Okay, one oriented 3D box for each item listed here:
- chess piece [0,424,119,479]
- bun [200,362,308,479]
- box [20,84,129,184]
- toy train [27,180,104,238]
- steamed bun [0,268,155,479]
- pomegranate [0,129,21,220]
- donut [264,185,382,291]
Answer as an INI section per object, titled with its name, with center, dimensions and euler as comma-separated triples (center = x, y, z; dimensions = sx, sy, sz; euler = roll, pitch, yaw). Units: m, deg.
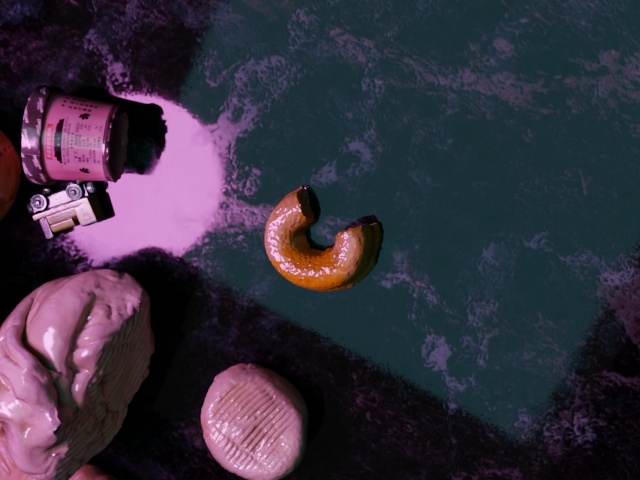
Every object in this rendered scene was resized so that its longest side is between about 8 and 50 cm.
[chess piece]
center = -0.481, 0.370, 1.512
dimensions = 0.301, 0.137, 0.137
euler = 35, 104, 16
[bun]
center = -0.101, 0.285, 1.418
dimensions = 0.188, 0.111, 0.164
euler = 38, 87, 7
[box]
center = -0.368, -0.155, 1.380
dimensions = 0.135, 0.151, 0.151
euler = 6, 100, 3
[toy train]
center = -0.409, -0.054, 1.454
dimensions = 0.122, 0.050, 0.081
euler = -19, 102, 13
[steamed bun]
center = -0.399, 0.191, 1.392
dimensions = 0.206, 0.275, 0.320
euler = 26, 67, 18
[pomegranate]
center = -0.574, -0.111, 1.393
dimensions = 0.216, 0.215, 0.215
euler = 2, 99, 11
[donut]
center = -0.007, 0.009, 1.366
dimensions = 0.181, 0.078, 0.146
euler = 28, 101, 8
